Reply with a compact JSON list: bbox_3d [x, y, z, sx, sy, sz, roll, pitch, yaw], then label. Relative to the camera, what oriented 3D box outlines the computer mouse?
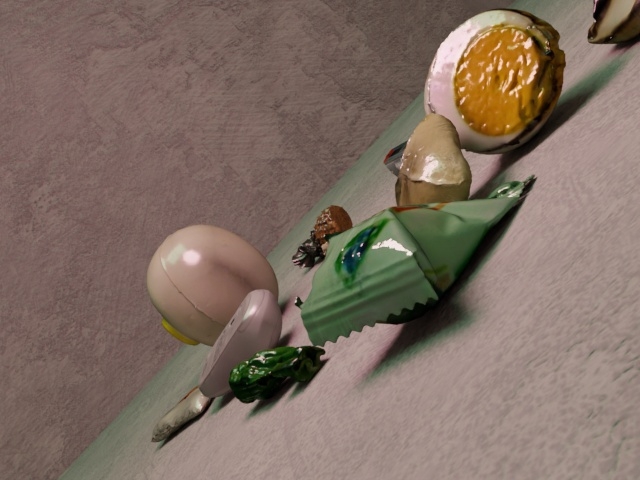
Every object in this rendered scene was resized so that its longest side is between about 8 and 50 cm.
[{"bbox_3d":[-0.179,0.253,1.841,0.296,0.121,0.184,-59,15,18],"label":"computer mouse"}]

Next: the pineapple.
[{"bbox_3d":[0.000,0.000,2.317,0.119,0.111,0.237,-9,-29,-47],"label":"pineapple"}]

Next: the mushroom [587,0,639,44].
[{"bbox_3d":[0.627,-0.485,1.477,0.292,0.212,0.217,-173,83,-66],"label":"mushroom"}]

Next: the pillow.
[{"bbox_3d":[-0.355,0.445,2.011,0.229,0.051,0.128,-38,13,33],"label":"pillow"}]

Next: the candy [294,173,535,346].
[{"bbox_3d":[0.167,0.014,1.247,0.398,0.172,0.263,-25,2,-44],"label":"candy"}]

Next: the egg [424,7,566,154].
[{"bbox_3d":[0.361,-0.308,1.525,0.174,0.264,0.286,-7,-50,-51],"label":"egg"}]

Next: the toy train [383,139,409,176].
[{"bbox_3d":[0.267,-0.238,2.180,0.089,0.086,0.409,-49,8,-12],"label":"toy train"}]

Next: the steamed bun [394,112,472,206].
[{"bbox_3d":[0.198,-0.103,1.452,0.231,0.111,0.212,-94,11,-56],"label":"steamed bun"}]

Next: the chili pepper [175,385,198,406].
[{"bbox_3d":[-0.370,0.447,2.171,0.178,0.027,0.045,-41,4,28],"label":"chili pepper"}]

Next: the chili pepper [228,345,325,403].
[{"bbox_3d":[-0.085,0.251,1.492,0.253,0.083,0.099,-30,18,47],"label":"chili pepper"}]

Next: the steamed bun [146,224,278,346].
[{"bbox_3d":[-0.294,0.128,2.138,0.334,0.374,0.334,-44,20,21],"label":"steamed bun"}]

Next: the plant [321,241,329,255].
[{"bbox_3d":[0.043,0.049,1.808,0.122,0.104,0.116,-53,20,-12],"label":"plant"}]
